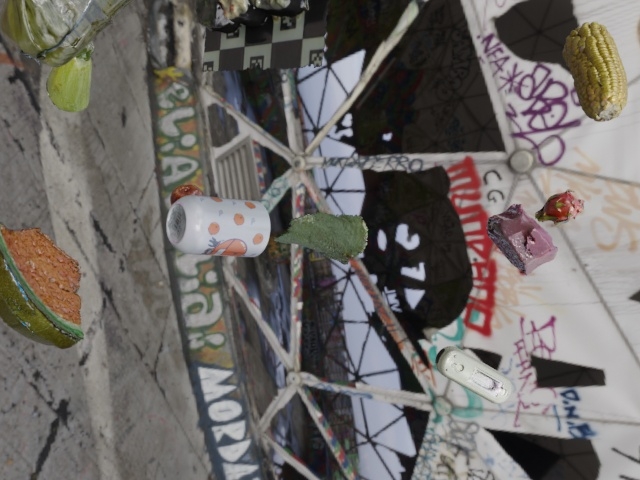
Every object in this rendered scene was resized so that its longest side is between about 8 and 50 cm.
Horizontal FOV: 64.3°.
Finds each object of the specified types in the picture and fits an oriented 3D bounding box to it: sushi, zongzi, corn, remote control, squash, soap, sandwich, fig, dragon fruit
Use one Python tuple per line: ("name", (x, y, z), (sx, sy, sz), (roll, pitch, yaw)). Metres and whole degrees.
("sushi", (-0.146, -0.478, 0.954), (0.100, 0.373, 0.296), (-4, 106, -47))
("zongzi", (-0.399, -0.411, 0.712), (0.125, 0.251, 0.274), (31, -12, 31))
("corn", (0.546, -0.338, 1.015), (0.101, 0.101, 0.292), (78, 21, -47))
("remote control", (0.388, 0.340, 1.277), (0.078, 0.221, 0.042), (-60, -169, 0))
("squash", (-0.764, -0.527, 1.549), (0.287, 0.137, 0.137), (-42, -129, 54))
("soap", (0.651, -0.004, 1.657), (0.220, 0.127, 0.325), (53, 8, -3))
("sandwich", (-0.489, 0.066, 0.850), (0.159, 0.079, 0.235), (-99, 163, -51))
("fig", (-0.510, -0.140, 1.925), (0.128, 0.128, 0.150), (-81, -166, -83))
("dragon fruit", (0.618, -0.080, 1.320), (0.116, 0.086, 0.081), (-32, -96, 55))

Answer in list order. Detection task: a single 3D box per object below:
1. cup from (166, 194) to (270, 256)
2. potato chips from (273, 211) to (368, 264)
("cup", (-0.367, -0.051, 1.799), (0.317, 0.212, 0.212), (4, 71, -43))
("potato chips", (0.005, -0.006, 1.124), (0.228, 0.167, 0.059), (-35, -158, 57))
